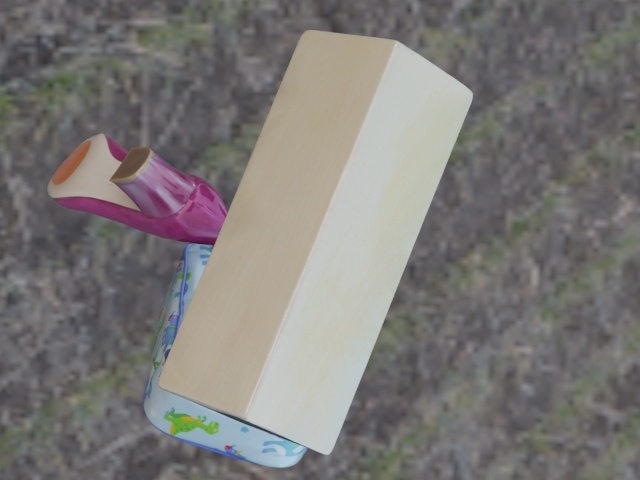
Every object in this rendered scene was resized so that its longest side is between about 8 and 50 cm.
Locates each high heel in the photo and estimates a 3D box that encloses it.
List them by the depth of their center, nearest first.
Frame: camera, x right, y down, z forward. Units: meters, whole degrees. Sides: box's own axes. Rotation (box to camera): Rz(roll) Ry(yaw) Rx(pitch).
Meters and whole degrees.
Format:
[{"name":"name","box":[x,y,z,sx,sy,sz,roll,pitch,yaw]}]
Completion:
[{"name":"high heel","box":[-0.166,-0.038,1.748,0.117,0.244,0.082,41,68,-24]}]

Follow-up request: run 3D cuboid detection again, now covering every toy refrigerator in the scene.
[{"name":"toy refrigerator","box":[0.000,0.000,1.297,0.094,0.102,0.269,29,80,-40]}]

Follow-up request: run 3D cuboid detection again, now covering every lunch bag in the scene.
[{"name":"lunch bag","box":[-0.070,0.107,1.827,0.219,0.176,0.090,-83,-162,-51]}]
